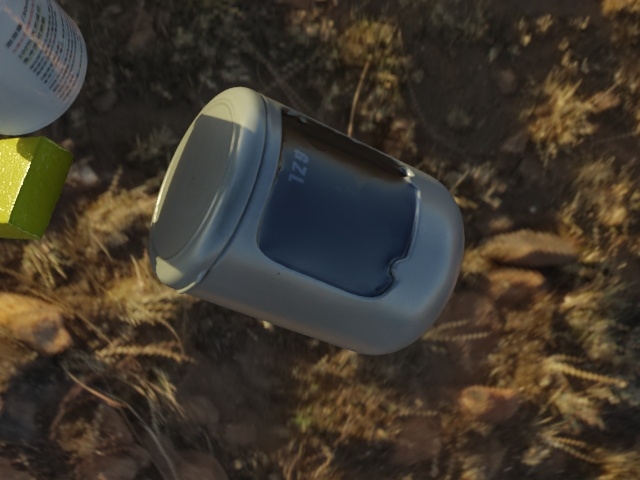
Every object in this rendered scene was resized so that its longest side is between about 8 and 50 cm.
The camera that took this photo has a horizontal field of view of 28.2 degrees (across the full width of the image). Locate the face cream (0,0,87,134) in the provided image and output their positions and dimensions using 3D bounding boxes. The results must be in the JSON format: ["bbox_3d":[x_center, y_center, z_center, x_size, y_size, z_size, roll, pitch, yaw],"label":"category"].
[{"bbox_3d":[-0.333,-0.216,1.098,0.145,0.369,0.145,-3,75,11],"label":"face cream"}]

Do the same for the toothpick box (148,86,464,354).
[{"bbox_3d":[0.000,0.000,1.303,0.316,0.229,0.229,23,75,-25],"label":"toothpick box"}]

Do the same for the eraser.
[{"bbox_3d":[-0.316,-0.052,1.288,0.122,0.045,0.097,0,66,43],"label":"eraser"}]
